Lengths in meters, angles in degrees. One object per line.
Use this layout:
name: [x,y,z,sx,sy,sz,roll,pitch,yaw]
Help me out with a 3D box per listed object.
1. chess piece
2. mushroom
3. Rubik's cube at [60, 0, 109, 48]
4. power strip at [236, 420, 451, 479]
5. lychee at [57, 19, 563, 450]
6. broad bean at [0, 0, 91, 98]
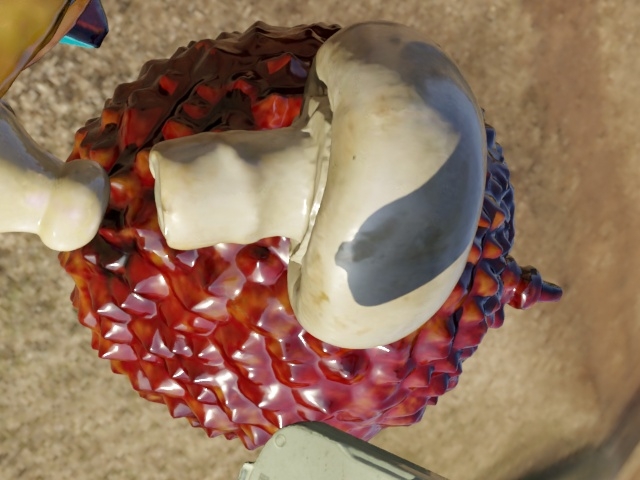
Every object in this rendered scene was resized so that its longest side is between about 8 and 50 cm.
chess piece: [-0.303,-0.062,0.869,0.138,0.307,0.124,-84,-162,-53]
mushroom: [0.009,-0.033,0.786,0.206,0.209,0.206,-8,90,-72]
Rubik's cube: [-0.193,-0.232,0.571,0.284,0.250,0.234,131,-26,-82]
power strip: [0.058,0.156,0.578,0.029,0.227,0.080,6,103,-64]
lychee: [0.000,0.000,1.164,0.424,0.500,0.424,-170,-90,-85]
broad bean: [-0.148,-0.102,0.384,0.228,0.156,0.122,-45,151,5]
